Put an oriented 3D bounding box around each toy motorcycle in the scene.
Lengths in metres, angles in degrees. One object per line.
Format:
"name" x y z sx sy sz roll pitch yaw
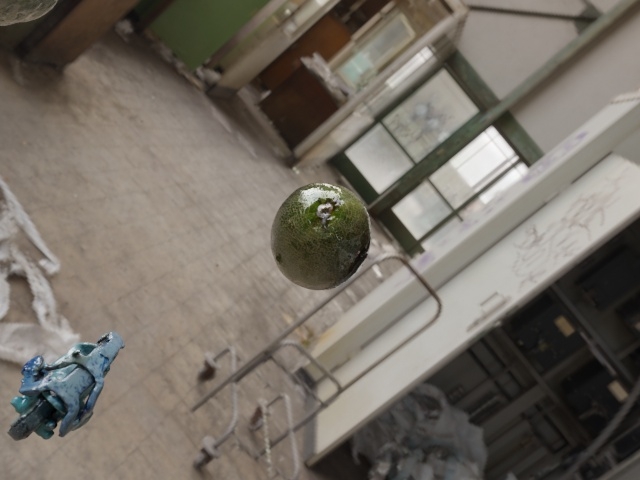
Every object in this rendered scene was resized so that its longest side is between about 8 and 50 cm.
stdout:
"toy motorcycle" -0.453 0.256 1.394 0.154 0.206 0.260 48 10 -9

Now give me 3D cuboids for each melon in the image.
"melon" 0.000 0.000 0.755 0.099 0.099 0.162 52 -12 12

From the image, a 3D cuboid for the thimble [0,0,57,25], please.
"thimble" -0.349 -0.311 0.750 0.219 0.219 0.150 51 37 4
